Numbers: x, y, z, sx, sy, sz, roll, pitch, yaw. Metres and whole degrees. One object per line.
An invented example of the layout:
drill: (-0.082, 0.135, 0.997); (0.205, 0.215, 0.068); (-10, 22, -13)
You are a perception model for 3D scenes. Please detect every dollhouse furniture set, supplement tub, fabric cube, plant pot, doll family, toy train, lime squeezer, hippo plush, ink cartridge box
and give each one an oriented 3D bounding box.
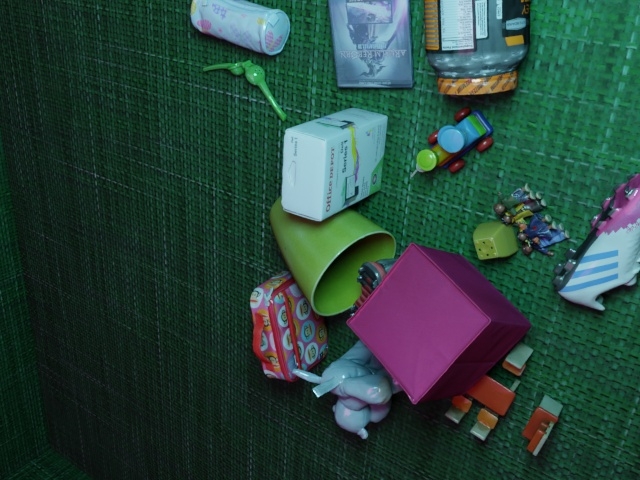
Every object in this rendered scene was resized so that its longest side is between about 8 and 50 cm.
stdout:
dollhouse furniture set: (0.447, 0.392, 1.596); (0.259, 0.135, 0.262); (30, 125, 24)
supplement tub: (0.308, -0.470, 1.283); (0.207, 0.207, 0.338); (9, 115, 34)
fabric cube: (0.270, 0.190, 1.482); (0.259, 0.258, 0.254); (-52, 59, 18)
plant pot: (0.000, 0.000, 1.710); (0.293, 0.274, 0.275); (45, 131, 32)
doll family: (0.461, -0.038, 1.443); (0.111, 0.076, 0.193); (-35, 89, 36)
toy train: (0.263, -0.191, 1.479); (0.248, 0.143, 0.105); (-39, 83, 41)
lime squeezer: (-0.206, -0.452, 1.794); (0.310, 0.059, 0.110); (34, 156, 19)
hippo plush: (0.118, 0.439, 1.791); (0.234, 0.294, 0.237); (30, 136, 50)
plant pot: (0.397, 0.005, 1.502); (0.081, 0.083, 0.082); (-11, 101, 40)
ink cartridge box: (0.038, -0.188, 1.562); (0.117, 0.278, 0.202); (20, 120, 30)

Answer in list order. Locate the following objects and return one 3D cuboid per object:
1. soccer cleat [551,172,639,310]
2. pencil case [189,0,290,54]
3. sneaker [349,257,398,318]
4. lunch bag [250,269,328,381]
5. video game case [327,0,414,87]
soccer cleat: (0.616, 0.008, 1.335); (0.143, 0.116, 0.331); (29, 128, 5)
pencil case: (-0.211, -0.575, 1.691); (0.273, 0.113, 0.124); (27, 146, 24)
sneaker: (0.156, 0.149, 1.685); (0.098, 0.135, 0.276); (47, 146, 34)
lunch bag: (-0.099, 0.247, 1.867); (0.120, 0.258, 0.293); (2, 111, 37)
video game case: (0.115, -0.490, 1.499); (0.196, 0.026, 0.274); (7, 121, 26)
